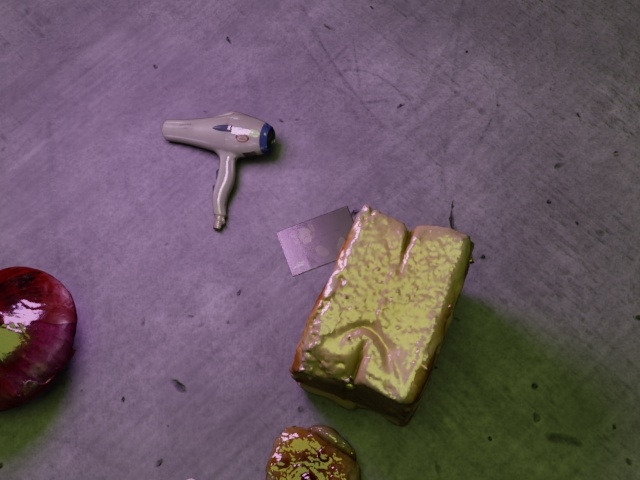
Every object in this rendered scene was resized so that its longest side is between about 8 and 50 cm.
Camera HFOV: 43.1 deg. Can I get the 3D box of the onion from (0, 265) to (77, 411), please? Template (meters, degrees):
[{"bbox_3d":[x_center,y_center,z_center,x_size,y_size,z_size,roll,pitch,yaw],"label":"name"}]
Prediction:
[{"bbox_3d":[-0.729,0.203,1.819,0.347,0.285,0.348,-7,60,12],"label":"onion"}]

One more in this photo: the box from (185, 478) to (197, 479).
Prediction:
[{"bbox_3d":[-0.357,0.641,1.731,0.285,0.044,0.142,-31,71,-9],"label":"box"}]

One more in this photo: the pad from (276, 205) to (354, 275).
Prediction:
[{"bbox_3d":[0.000,0.000,1.990,0.190,0.004,0.127,-20,67,-4],"label":"pad"}]

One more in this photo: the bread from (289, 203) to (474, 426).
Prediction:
[{"bbox_3d":[0.135,0.168,1.713,0.279,0.371,0.390,23,75,9],"label":"bread"}]

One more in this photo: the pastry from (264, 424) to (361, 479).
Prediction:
[{"bbox_3d":[-0.026,0.503,1.730,0.229,0.100,0.218,-37,69,-12],"label":"pastry"}]

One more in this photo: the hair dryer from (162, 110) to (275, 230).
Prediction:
[{"bbox_3d":[-0.295,-0.213,2.065,0.296,0.119,0.298,28,85,22],"label":"hair dryer"}]
